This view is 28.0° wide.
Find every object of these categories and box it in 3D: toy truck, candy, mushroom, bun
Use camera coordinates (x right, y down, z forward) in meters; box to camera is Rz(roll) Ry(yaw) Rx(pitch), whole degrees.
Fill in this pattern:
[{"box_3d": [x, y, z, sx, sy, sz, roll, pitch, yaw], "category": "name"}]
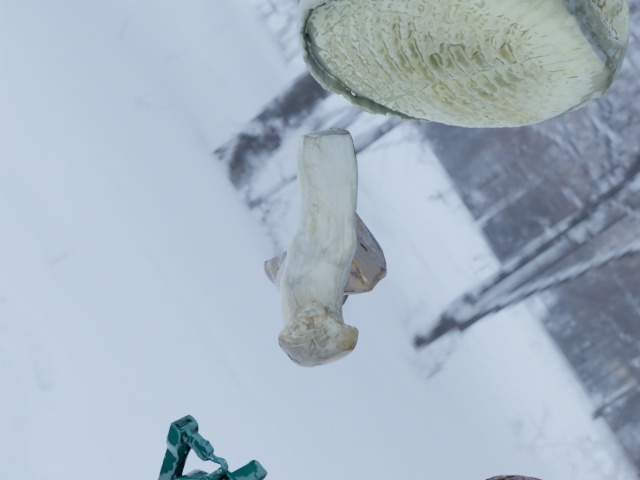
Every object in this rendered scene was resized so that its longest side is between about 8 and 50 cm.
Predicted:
[{"box_3d": [-0.173, 0.392, 1.590, 0.178, 0.363, 0.176, 45, 38, 23], "category": "toy truck"}, {"box_3d": [0.001, 0.047, 1.664, 0.143, 0.101, 0.271, 52, -25, 5], "category": "candy"}, {"box_3d": [0.003, 0.000, 1.033, 0.059, 0.054, 0.202, 14, 73, -30], "category": "mushroom"}, {"box_3d": [0.159, -0.272, 1.409, 0.364, 0.364, 0.202, 45, 47, -56], "category": "bun"}]

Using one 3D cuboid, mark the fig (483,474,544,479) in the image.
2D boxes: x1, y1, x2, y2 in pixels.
[{"box_3d": [0.190, 0.258, 1.078, 0.153, 0.119, 0.119, 8, 23, -14], "category": "fig"}]
